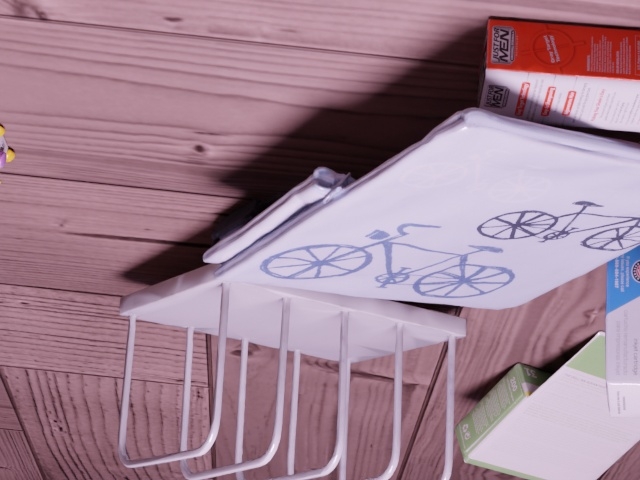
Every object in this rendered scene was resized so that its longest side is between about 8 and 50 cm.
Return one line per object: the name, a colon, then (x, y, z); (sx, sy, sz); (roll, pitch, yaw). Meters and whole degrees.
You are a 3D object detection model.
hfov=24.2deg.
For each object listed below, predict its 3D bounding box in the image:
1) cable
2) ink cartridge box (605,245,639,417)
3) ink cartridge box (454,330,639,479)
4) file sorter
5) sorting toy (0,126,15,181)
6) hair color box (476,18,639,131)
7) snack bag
cable: (0.000, 0.000, 1.295); (0.150, 0.047, 0.184); (21, 150, -28)
ink cartridge box: (0.341, 0.076, 1.271); (0.190, 0.140, 0.082); (-2, 152, 14)
ink cartridge box: (0.280, 0.173, 1.594); (0.171, 0.056, 0.235); (19, 127, -27)
file sorter: (-0.031, 0.144, 1.407); (0.277, 0.173, 0.193); (15, 159, -32)
sorting toy: (-0.281, -0.051, 1.214); (0.044, 0.075, 0.083); (4, 155, 4)
hair color box: (0.181, -0.112, 1.024); (0.141, 0.043, 0.072); (4, 155, 1)
snack bag: (0.126, -0.019, 1.173); (0.323, 0.037, 0.342); (8, 156, -32)
